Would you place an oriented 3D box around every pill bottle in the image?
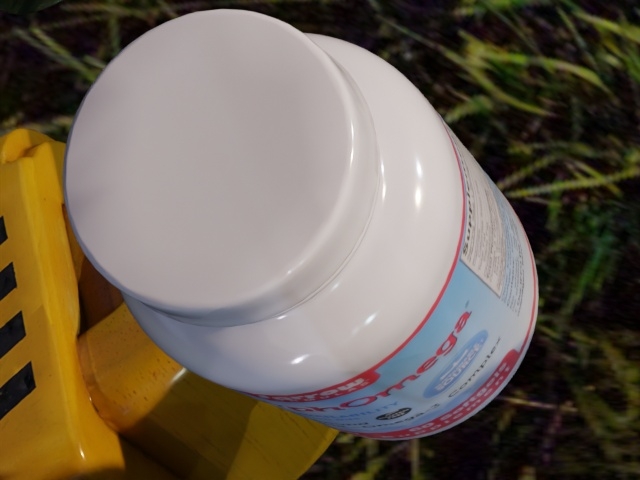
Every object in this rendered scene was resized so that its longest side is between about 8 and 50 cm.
[{"bbox_3d":[0.000,0.000,0.408,0.087,0.160,0.087,-4,76,18],"label":"pill bottle"}]

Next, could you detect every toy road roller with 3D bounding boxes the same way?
[{"bbox_3d":[-0.090,0.096,0.683,0.241,0.202,0.329,-26,55,12],"label":"toy road roller"}]

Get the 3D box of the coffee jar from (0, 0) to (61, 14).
[{"bbox_3d":[-0.130,-0.191,0.819,0.096,0.184,0.079,-36,88,-26],"label":"coffee jar"}]
